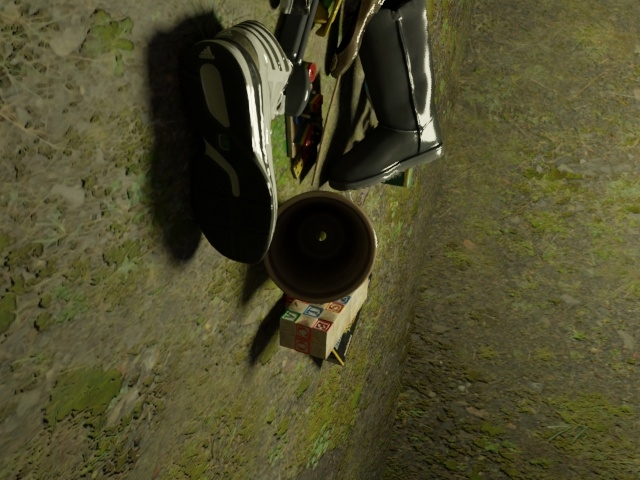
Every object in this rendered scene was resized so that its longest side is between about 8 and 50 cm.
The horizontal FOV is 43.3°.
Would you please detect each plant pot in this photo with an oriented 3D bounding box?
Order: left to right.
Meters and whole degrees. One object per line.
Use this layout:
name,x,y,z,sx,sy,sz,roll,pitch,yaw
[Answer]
plant pot,0.000,0.000,1.929,0.229,0.263,0.263,-79,179,-81

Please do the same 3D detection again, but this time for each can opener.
can opener,-0.041,-0.396,1.702,0.076,0.095,0.283,34,71,-72

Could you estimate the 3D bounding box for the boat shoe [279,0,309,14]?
boat shoe,-0.024,-0.567,1.626,0.080,0.076,0.229,-133,-124,-82

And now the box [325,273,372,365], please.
box,0.065,0.200,2.504,0.257,0.079,0.322,60,46,-63

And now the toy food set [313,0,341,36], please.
toy food set,0.020,-0.570,1.834,0.128,0.071,0.218,128,-17,-72

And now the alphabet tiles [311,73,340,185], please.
alphabet tiles,0.010,-0.259,1.982,0.198,0.009,0.237,-77,180,-48

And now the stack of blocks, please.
stack of blocks,-0.006,0.170,2.098,0.297,0.171,0.087,-50,149,-53

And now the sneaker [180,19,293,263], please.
sneaker,-0.115,-0.189,1.498,0.257,0.169,0.448,-52,148,-49

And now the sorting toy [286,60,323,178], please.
sorting toy,-0.033,-0.273,1.901,0.132,0.046,0.275,-58,155,-46

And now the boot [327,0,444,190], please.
boot,0.145,-0.391,2.142,0.367,0.146,0.445,-24,122,-21

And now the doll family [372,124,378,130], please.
doll family,0.201,-0.334,2.483,0.111,0.076,0.193,-42,178,-30

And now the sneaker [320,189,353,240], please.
sneaker,0.019,-0.066,2.184,0.208,0.094,0.081,110,-29,-50

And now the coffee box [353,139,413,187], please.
coffee box,0.182,-0.226,2.376,0.040,0.184,0.113,-32,133,-67

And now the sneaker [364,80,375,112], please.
sneaker,0.204,-0.372,2.352,0.092,0.087,0.229,35,32,-80

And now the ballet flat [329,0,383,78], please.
ballet flat,0.080,-0.521,1.998,0.250,0.058,0.084,-61,-151,16
